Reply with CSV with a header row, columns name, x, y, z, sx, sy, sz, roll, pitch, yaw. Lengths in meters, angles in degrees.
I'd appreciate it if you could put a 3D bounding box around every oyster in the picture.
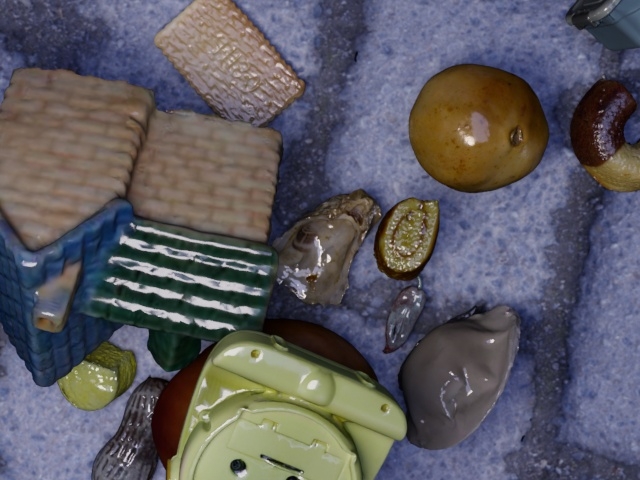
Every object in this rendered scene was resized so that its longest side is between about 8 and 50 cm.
name,x,y,z,sx,sy,sz,roll,pitch,yaw
oyster,0.016,0.002,1.681,0.161,0.107,0.232,37,108,-7

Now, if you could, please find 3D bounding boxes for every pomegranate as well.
name,x,y,z,sx,sy,sz,roll,pitch,yaw
pomegranate,0.264,-0.190,1.616,0.233,0.233,0.233,0,91,-2

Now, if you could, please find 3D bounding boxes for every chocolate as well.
name,x,y,z,sx,sy,sz,roll,pitch,yaw
chocolate,-0.318,0.349,1.663,0.110,0.110,0.248,28,87,-2

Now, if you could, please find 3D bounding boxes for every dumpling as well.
name,x,y,z,sx,sy,sz,roll,pitch,yaw
dumpling,0.227,0.225,1.632,0.163,0.204,0.293,39,99,9

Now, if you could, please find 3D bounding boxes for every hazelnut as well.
name,x,y,z,sx,sy,sz,roll,pitch,yaw
hazelnut,-0.078,0.297,1.555,0.366,0.366,0.365,0,91,-2

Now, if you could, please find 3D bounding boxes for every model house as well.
name,x,y,z,sx,sy,sz,roll,pitch,yaw
model house,-0.295,0.032,1.449,0.445,0.395,0.400,10,48,-7

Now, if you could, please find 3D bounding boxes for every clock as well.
name,x,y,z,sx,sy,sz,roll,pitch,yaw
clock,-0.066,0.320,1.315,0.286,0.117,0.348,23,92,-9

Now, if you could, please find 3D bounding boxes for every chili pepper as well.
name,x,y,z,sx,sy,sz,roll,pitch,yaw
chili pepper,0.149,0.134,1.707,0.050,0.041,0.153,27,89,39

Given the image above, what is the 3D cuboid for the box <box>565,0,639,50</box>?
name,x,y,z,sx,sy,sz,roll,pitch,yaw
box,0.545,-0.438,1.654,0.130,0.162,0.227,41,89,-12

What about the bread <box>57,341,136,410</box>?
name,x,y,z,sx,sy,sz,roll,pitch,yaw
bread,-0.391,0.232,1.656,0.129,0.114,0.111,15,97,1

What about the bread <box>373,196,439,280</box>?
name,x,y,z,sx,sy,sz,roll,pitch,yaw
bread,0.145,-0.001,1.633,0.103,0.172,0.132,15,83,2

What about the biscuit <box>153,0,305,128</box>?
name,x,y,z,sx,sy,sz,roll,pitch,yaw
biscuit,-0.159,-0.310,1.691,0.160,0.030,0.249,-42,92,-1

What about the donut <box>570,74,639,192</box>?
name,x,y,z,sx,sy,sz,roll,pitch,yaw
donut,0.534,-0.170,1.692,0.141,0.085,0.217,-44,94,-1
